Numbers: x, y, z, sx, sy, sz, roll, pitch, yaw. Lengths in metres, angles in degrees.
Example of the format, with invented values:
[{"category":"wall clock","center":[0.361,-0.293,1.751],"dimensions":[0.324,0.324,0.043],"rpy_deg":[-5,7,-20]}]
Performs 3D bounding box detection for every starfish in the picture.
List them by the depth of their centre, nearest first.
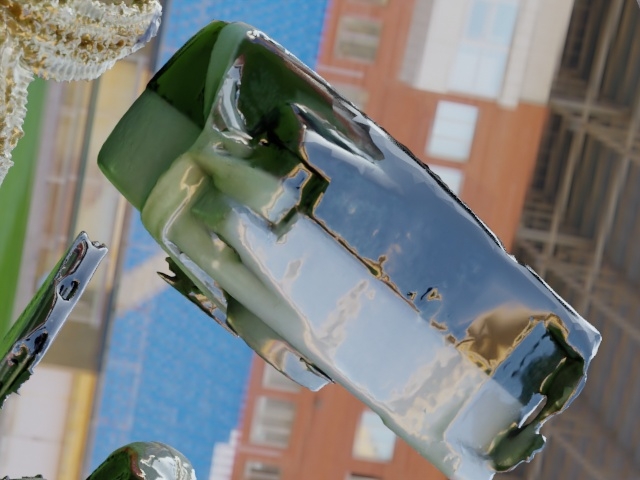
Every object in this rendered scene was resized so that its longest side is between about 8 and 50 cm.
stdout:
[{"category":"starfish","center":[-0.182,-0.120,0.851],"dimensions":[0.071,0.238,0.216],"rpy_deg":[-6,-80,50]}]

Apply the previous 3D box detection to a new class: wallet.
[{"category":"wallet","center":[-0.283,0.097,1.462],"dimensions":[0.222,0.036,0.167],"rpy_deg":[-43,-163,47]}]

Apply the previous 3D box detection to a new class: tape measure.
[{"category":"tape measure","center":[-0.002,-0.001,0.615],"dimensions":[0.107,0.182,0.181],"rpy_deg":[-51,-160,-2]}]

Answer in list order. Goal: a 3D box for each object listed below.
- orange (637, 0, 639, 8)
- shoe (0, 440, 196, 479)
[{"category":"orange","center":[0.266,-0.173,0.786],"dimensions":[0.170,0.224,0.224],"rpy_deg":[62,-30,34]},{"category":"shoe","center":[-0.163,0.170,0.847],"dimensions":[0.099,0.125,0.227],"rpy_deg":[-32,-166,36]}]
